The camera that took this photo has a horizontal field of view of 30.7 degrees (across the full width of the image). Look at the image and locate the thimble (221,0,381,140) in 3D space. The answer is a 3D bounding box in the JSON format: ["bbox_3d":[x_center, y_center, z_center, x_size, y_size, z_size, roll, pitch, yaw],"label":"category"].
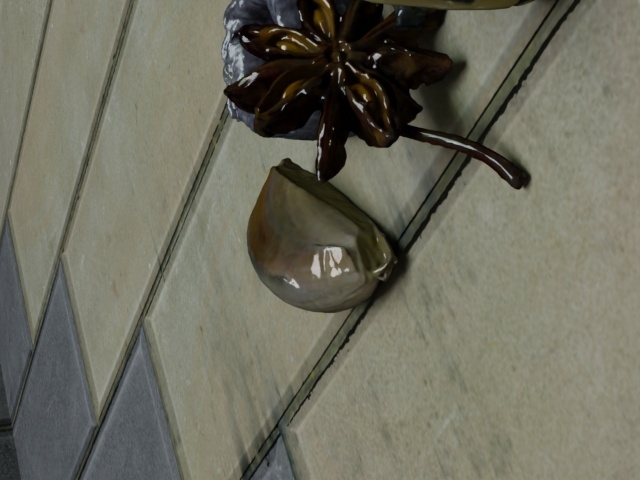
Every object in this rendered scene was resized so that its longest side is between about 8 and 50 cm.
[{"bbox_3d":[-0.019,-0.158,0.993,0.150,0.097,0.150,12,103,63],"label":"thimble"}]

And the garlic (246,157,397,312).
[{"bbox_3d":[-0.007,0.009,1.012,0.195,0.086,0.101,48,122,56],"label":"garlic"}]

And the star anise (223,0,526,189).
[{"bbox_3d":[0.025,-0.101,0.849,0.073,0.177,0.234,66,-177,-56],"label":"star anise"}]

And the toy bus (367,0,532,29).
[{"bbox_3d":[-0.016,-0.267,0.776,0.365,0.201,0.177,26,119,35],"label":"toy bus"}]
